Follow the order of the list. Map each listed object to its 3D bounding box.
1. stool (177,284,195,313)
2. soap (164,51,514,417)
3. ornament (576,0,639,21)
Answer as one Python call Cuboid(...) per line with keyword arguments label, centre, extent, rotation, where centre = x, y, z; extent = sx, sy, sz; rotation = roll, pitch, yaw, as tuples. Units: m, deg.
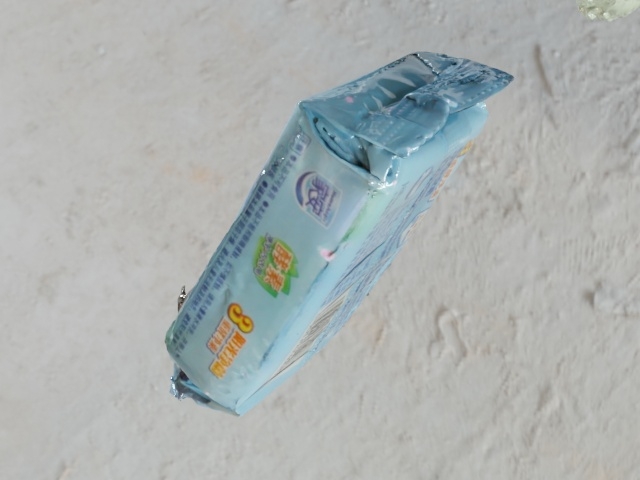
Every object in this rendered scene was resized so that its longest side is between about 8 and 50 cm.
Cuboid(label="stool", centre=(-0.085, 0.063, 1.367), extent=(0.217, 0.121, 0.125), rotation=(-30, 69, 23))
Cuboid(label="soap", centre=(0.000, 0.000, 0.694), extent=(0.077, 0.293, 0.156), rotation=(41, 36, 13))
Cuboid(label="ornament", centre=(0.345, -0.427, 1.443), extent=(0.120, 0.130, 0.285), rotation=(-38, 97, 31))
